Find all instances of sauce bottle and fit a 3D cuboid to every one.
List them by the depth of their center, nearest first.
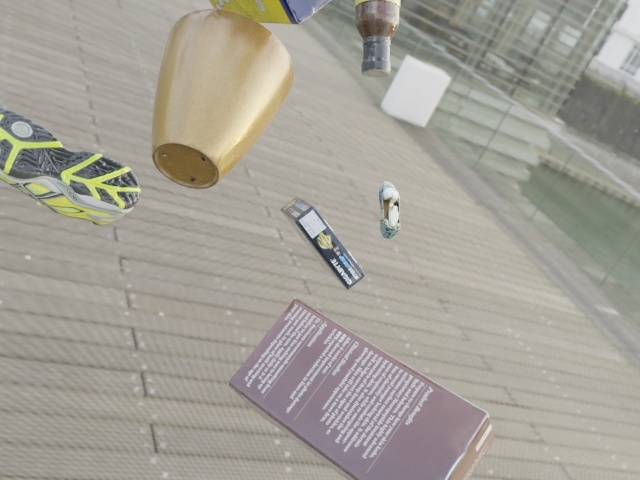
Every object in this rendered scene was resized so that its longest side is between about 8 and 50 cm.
[{"bbox_3d":[0.134,-0.563,1.776,0.111,0.344,0.111,3,-4,0],"label":"sauce bottle"}]

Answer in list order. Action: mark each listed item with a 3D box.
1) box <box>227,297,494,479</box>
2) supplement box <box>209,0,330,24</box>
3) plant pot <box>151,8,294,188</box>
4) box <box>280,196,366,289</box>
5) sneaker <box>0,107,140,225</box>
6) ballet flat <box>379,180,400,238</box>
[{"bbox_3d":[0.062,0.272,1.193,0.381,0.191,0.143,29,-19,32],"label":"box"},{"bbox_3d":[-0.090,-0.527,1.360,0.356,0.194,0.195,29,-26,57],"label":"supplement box"},{"bbox_3d":[-0.192,-0.224,1.292,0.237,0.237,0.254,23,56,-10],"label":"plant pot"},{"bbox_3d":[0.000,0.000,1.535,0.175,0.051,0.220,53,-4,-14],"label":"box"},{"bbox_3d":[-0.558,-0.129,1.476,0.385,0.147,0.145,28,46,-20],"label":"sneaker"},{"bbox_3d":[0.206,-0.097,2.159,0.070,0.070,0.188,14,61,-30],"label":"ballet flat"}]
